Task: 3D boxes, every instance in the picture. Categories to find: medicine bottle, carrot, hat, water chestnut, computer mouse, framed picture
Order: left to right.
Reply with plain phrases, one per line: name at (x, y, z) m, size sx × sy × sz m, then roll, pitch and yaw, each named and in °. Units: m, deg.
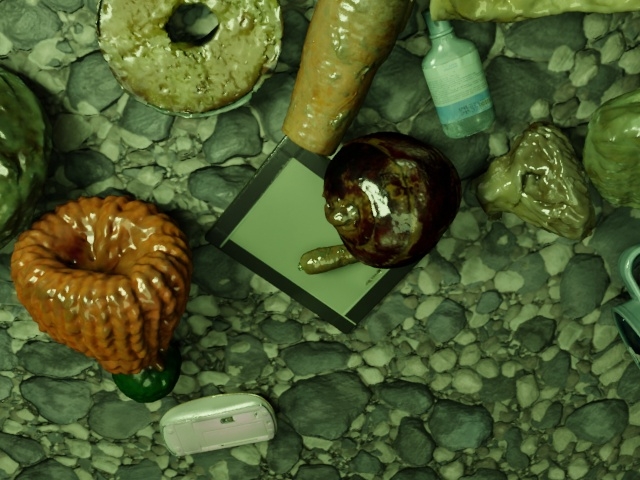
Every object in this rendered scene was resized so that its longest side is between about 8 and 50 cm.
hat at (-0.345, 0.111, 1.121) m, size 0.285 × 0.285 × 0.400 m, roll -1°, pitch 147°, yaw -1°
computer mouse at (-0.211, 0.385, 1.315) m, size 0.245 × 0.056 × 0.126 m, roll -12°, pitch 115°, yaw 6°
framed picture at (0.000, 0.000, 1.153) m, size 0.347 × 0.016 × 0.265 m, roll 35°, pitch 110°, yaw -16°
carrot at (0.031, -0.282, 0.952) m, size 0.139 × 0.138 × 0.302 m, roll 23°, pitch 119°, yaw -12°
carrot at (0.082, 0.019, 1.132) m, size 0.254 × 0.049 × 0.049 m, roll -12°, pitch 116°, yaw 2°
water chestnut at (0.122, -0.068, 1.017) m, size 0.224 × 0.238 × 0.223 m, roll 10°, pitch 106°, yaw 38°
medicine bottle at (0.212, -0.269, 1.002) m, size 0.090 × 0.053 × 0.208 m, roll -20°, pitch 113°, yaw 10°

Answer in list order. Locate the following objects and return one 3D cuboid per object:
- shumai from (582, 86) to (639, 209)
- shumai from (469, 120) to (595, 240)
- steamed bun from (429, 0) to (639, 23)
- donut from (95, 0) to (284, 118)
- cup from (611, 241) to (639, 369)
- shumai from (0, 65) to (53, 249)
shumai at (0.575, -0.210, 0.980) m, size 0.292 × 0.288 × 0.330 m, roll -13°, pitch 151°, yaw 36°
shumai at (0.348, -0.081, 1.046) m, size 0.176 × 0.166 × 0.205 m, roll -24°, pitch 89°, yaw 20°
steamed bun at (0.353, -0.454, 0.866) m, size 0.428 × 0.189 × 0.247 m, roll -9°, pitch 139°, yaw 4°
donut at (-0.188, -0.323, 0.947) m, size 0.272 × 0.107 × 0.272 m, roll -3°, pitch 118°, yaw -5°
cup at (0.723, 0.137, 1.133) m, size 0.311 × 0.331 × 0.257 m, roll -29°, pitch 147°, yaw 11°
shumai at (-0.610, -0.111, 0.874) m, size 0.397 × 0.323 × 0.324 m, roll -25°, pitch 91°, yaw 4°
